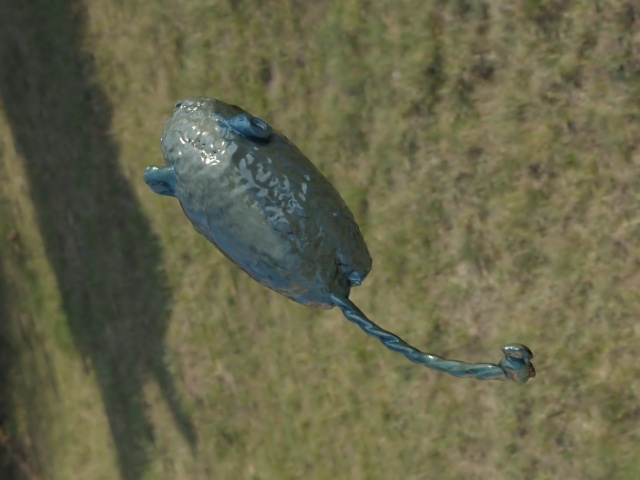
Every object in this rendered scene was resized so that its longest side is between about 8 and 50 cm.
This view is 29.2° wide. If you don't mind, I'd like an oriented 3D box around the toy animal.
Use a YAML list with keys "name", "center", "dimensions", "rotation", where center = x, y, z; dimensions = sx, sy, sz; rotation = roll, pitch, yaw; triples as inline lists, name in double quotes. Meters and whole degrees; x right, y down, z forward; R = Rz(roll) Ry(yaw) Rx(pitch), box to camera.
- name: "toy animal"
  center: [0.002, 0.008, 0.608]
  dimensions: [0.253, 0.079, 0.070]
  rotation: [41, 98, 30]
